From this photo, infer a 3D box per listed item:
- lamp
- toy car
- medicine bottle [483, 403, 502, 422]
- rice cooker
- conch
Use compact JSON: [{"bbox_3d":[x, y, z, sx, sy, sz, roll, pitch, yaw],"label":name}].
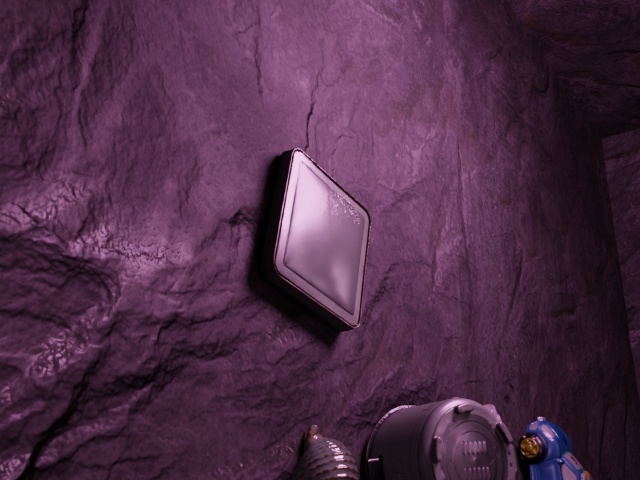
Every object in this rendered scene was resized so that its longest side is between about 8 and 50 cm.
[{"bbox_3d":[0.000,0.000,1.335,0.266,0.047,0.269,41,47,-42],"label":"lamp"},{"bbox_3d":[0.648,0.640,1.967,0.198,0.165,0.314,28,55,-53],"label":"toy car"},{"bbox_3d":[0.425,0.456,1.797,0.052,0.052,0.089,-43,114,-53],"label":"medicine bottle"},{"bbox_3d":[0.216,0.419,1.341,0.280,0.227,0.241,3,70,-34],"label":"rice cooker"},{"bbox_3d":[0.016,0.385,1.173,0.153,0.102,0.135,-69,148,-42],"label":"conch"}]
